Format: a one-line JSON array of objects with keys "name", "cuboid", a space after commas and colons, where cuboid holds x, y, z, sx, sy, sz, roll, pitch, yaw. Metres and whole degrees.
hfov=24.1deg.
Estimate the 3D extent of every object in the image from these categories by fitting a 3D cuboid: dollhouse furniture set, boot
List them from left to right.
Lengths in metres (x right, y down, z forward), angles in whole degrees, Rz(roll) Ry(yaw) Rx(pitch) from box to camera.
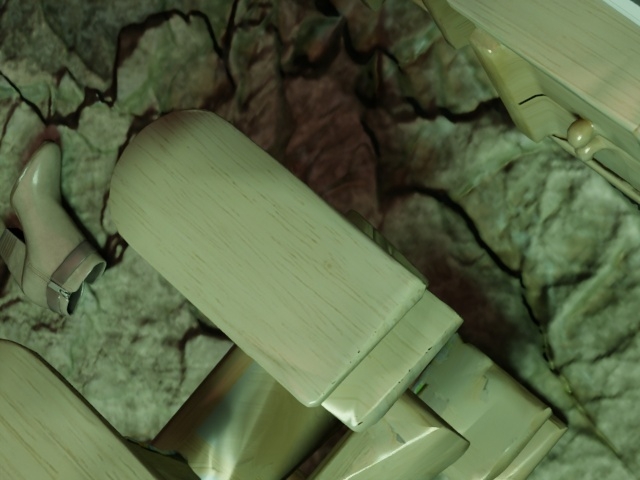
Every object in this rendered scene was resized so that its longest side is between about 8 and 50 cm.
[{"name": "boot", "cuboid": [-0.197, -0.005, 1.132, 0.087, 0.042, 0.118, 36, 117, 21]}, {"name": "dollhouse furniture set", "cuboid": [0.000, 0.000, 0.796, 0.256, 0.362, 0.394, 40, 90, 25]}]

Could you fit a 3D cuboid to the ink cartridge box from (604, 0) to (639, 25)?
[{"name": "ink cartridge box", "cuboid": [0.168, -0.176, 0.722, 0.206, 0.208, 0.045, 41, 134, 25]}]
